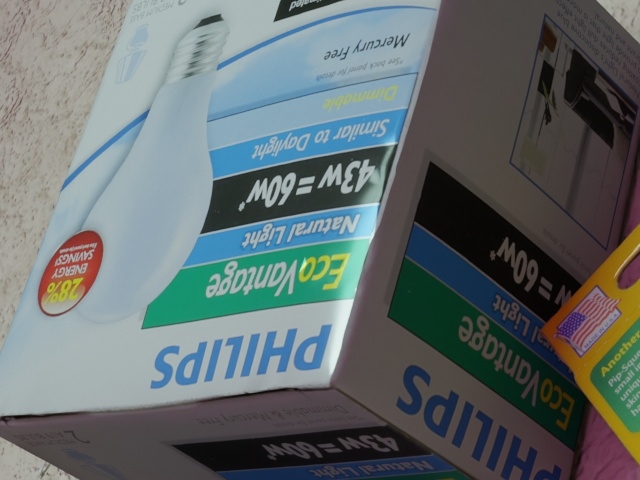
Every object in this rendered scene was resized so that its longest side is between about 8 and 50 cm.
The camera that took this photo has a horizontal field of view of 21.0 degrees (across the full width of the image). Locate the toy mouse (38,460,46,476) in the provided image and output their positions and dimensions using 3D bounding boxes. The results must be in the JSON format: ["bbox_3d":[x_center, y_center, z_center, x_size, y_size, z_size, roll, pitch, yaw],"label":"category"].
[{"bbox_3d":[-0.185,0.115,1.470,0.143,0.031,0.161,-14,52,42],"label":"toy mouse"}]

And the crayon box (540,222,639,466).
[{"bbox_3d":[0.269,0.074,0.924,0.203,0.083,0.323,-49,30,10],"label":"crayon box"}]

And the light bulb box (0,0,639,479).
[{"bbox_3d":[0.000,0.000,1.188,0.358,0.225,0.361,-11,54,44],"label":"light bulb box"}]
